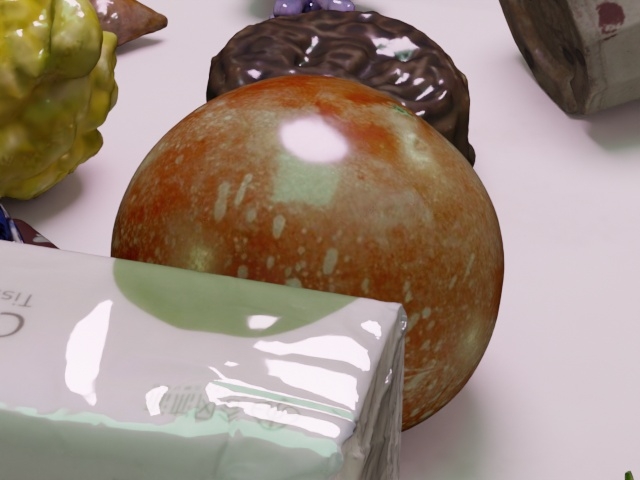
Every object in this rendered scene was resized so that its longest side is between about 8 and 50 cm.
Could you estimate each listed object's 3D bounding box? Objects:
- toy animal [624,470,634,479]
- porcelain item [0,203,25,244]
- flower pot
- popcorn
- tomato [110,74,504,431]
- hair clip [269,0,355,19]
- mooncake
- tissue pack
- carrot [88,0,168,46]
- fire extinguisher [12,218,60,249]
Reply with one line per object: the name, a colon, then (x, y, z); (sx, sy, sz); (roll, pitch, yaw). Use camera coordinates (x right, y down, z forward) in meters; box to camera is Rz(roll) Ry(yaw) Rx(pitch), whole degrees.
toy animal: (0.197, 0.217, 1.249); (0.075, 0.041, 0.217); (13, 34, 20)
porcelain item: (-0.337, 0.059, 1.394); (0.288, 0.138, 0.186); (-19, 51, -21)
flower pot: (0.299, -0.235, 1.696); (0.259, 0.290, 0.290); (-25, 41, -10)
popcorn: (-0.293, -0.133, 1.579); (0.250, 0.242, 0.235); (23, 32, 10)
tomato: (0.000, 0.000, 1.355); (0.270, 0.223, 0.270); (21, 31, -14)
hair clip: (-0.007, -0.232, 1.816); (0.137, 0.090, 0.278); (5, 36, -7)
mooncake: (0.016, -0.099, 1.607); (0.228, 0.124, 0.228); (0, 35, 0)
tissue pack: (-0.140, 0.152, 1.150); (0.356, 0.266, 0.194); (8, 32, 12)
carrot: (-0.269, -0.203, 1.793); (0.263, 0.102, 0.102); (2, 36, -7)
fire extinguisher: (-0.211, 0.022, 1.513); (0.064, 0.043, 0.158); (5, 23, -48)
